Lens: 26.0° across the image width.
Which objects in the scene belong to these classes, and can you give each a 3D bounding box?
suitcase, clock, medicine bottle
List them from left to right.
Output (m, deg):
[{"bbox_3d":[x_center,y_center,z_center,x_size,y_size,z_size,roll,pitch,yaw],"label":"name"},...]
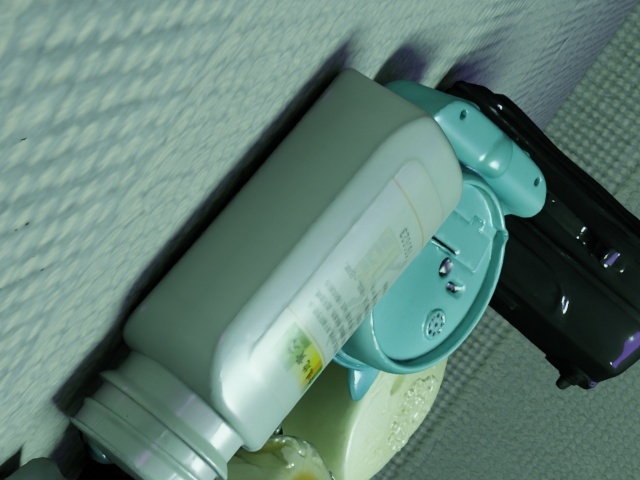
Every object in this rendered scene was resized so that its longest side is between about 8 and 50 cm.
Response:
[{"bbox_3d":[-0.036,0.041,1.012,0.324,0.124,0.179,-52,158,-13],"label":"medicine bottle"},{"bbox_3d":[0.078,0.014,1.222,0.223,0.094,0.274,30,85,-50],"label":"clock"},{"bbox_3d":[0.230,0.001,1.541,0.188,0.345,0.339,-47,172,-2],"label":"suitcase"}]

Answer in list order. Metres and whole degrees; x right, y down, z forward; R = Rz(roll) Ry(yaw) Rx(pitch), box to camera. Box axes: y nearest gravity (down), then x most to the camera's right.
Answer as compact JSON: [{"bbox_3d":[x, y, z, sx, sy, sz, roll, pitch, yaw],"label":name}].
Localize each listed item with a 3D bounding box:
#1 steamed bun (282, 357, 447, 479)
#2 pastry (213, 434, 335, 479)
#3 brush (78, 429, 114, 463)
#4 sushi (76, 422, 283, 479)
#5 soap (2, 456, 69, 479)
[{"bbox_3d":[0.012,0.127,1.425,0.250,0.200,0.155,-49,148,-40],"label":"steamed bun"},{"bbox_3d":[-0.048,0.229,1.079,0.166,0.088,0.166,0,90,-66],"label":"pastry"},{"bbox_3d":[-0.094,0.110,1.148,0.060,0.068,0.297,-13,-170,27],"label":"brush"},{"bbox_3d":[-0.125,0.199,1.199,0.127,0.124,0.225,-55,172,19],"label":"sushi"},{"bbox_3d":[-0.251,0.384,0.994,0.350,0.213,0.435,-37,164,-48],"label":"soap"}]
